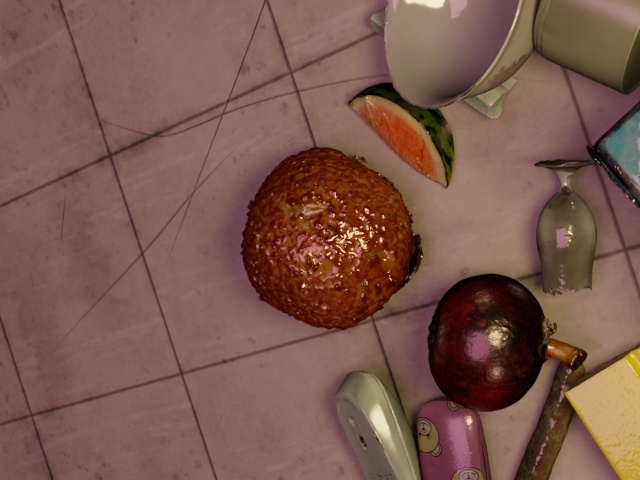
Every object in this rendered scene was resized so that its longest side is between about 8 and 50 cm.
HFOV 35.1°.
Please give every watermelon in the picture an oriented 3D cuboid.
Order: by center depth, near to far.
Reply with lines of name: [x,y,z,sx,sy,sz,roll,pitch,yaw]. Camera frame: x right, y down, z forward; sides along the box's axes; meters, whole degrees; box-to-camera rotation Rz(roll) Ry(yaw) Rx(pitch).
watermelon: [0.155,-0.201,1.802,0.245,0.063,0.119,41,135,13]

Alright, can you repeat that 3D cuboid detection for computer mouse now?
computer mouse: [0.124,0.375,1.890,0.288,0.097,0.159,63,154,1]

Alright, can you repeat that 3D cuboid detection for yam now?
yam: [0.397,0.331,1.750,0.061,0.061,0.274,24,109,25]

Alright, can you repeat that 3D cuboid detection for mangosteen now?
mangosteen: [0.311,0.170,1.686,0.262,0.235,0.235,7,104,2]

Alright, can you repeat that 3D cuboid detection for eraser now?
eraser: [0.520,0.292,1.637,0.158,0.069,0.226,-34,85,13]

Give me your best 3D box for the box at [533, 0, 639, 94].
box: [0.437,-0.350,1.500,0.149,0.226,0.226,31,113,23]

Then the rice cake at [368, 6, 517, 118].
rice cake: [0.211,-0.319,1.752,0.290,0.051,0.081,39,83,18]

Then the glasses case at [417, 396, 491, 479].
glasses case: [0.249,0.442,1.844,0.123,0.076,0.316,-5,96,32]

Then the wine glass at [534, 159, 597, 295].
wine glass: [0.405,-0.024,1.655,0.103,0.103,0.222,2,100,31]

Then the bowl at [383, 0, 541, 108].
bowl: [0.261,-0.365,1.616,0.345,0.157,0.345,-18,68,56]

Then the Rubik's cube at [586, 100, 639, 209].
Rubik's cube: [0.640,-0.110,1.324,0.359,0.362,0.363,-47,67,27]

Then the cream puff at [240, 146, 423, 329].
cream puff: [-0.003,0.003,1.832,0.351,0.229,0.350,5,99,32]
